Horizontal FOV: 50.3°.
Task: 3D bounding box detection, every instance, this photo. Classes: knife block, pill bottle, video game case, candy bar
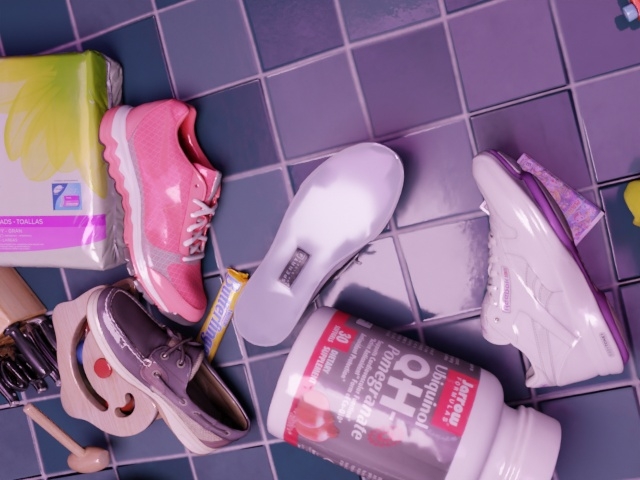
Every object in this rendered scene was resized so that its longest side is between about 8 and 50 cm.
[{"bbox_3d":[-0.471,0.097,1.003,0.242,0.088,0.275,5,97,12],"label":"knife block"},{"bbox_3d":[0.111,0.215,0.827,0.319,0.176,0.176,21,100,11],"label":"pill bottle"},{"bbox_3d":[0.273,-0.038,0.845,0.122,0.011,0.087,39,103,7],"label":"video game case"},{"bbox_3d":[-0.145,0.111,0.960,0.040,0.018,0.161,28,102,9],"label":"candy bar"}]

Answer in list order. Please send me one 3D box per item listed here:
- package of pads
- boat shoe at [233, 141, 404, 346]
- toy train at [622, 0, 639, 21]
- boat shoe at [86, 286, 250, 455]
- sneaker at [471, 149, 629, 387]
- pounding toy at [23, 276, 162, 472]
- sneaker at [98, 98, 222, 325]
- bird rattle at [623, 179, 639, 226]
[{"bbox_3d":[-0.395,-0.109,0.957,0.229,0.101,0.296,1,95,12],"label":"package of pads"},{"bbox_3d":[0.003,0.003,0.869,0.113,0.105,0.306,32,109,5],"label":"boat shoe"},{"bbox_3d":[0.406,-0.324,0.767,0.166,0.046,0.125,-30,89,18],"label":"toy train"},{"bbox_3d":[-0.192,0.166,0.901,0.092,0.102,0.285,-23,111,21],"label":"boat shoe"},{"bbox_3d":[0.236,0.043,0.802,0.152,0.114,0.305,-26,94,23],"label":"sneaker"},{"bbox_3d":[-0.295,0.194,0.934,0.154,0.155,0.269,-3,95,19],"label":"pounding toy"},{"bbox_3d":[-0.190,-0.041,0.906,0.136,0.116,0.313,-15,93,13],"label":"sneaker"},{"bbox_3d":[0.423,0.021,0.707,0.143,0.253,0.206,-12,117,15],"label":"bird rattle"}]
